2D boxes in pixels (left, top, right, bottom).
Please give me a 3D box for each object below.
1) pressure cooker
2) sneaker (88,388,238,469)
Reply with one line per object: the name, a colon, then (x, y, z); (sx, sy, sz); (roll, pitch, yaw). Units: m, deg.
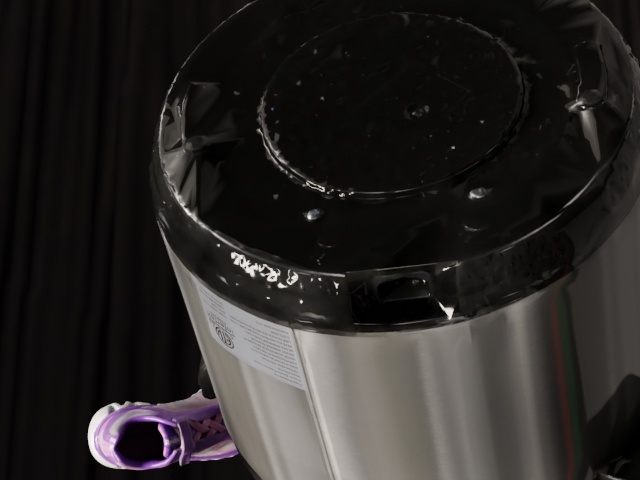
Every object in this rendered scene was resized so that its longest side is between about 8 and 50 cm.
pressure cooker: (0.076, 0.039, 1.372); (0.375, 0.370, 0.420); (-15, 135, -1)
sneaker: (-0.159, 0.228, 2.143); (0.236, 0.095, 0.104); (-11, -178, -8)
